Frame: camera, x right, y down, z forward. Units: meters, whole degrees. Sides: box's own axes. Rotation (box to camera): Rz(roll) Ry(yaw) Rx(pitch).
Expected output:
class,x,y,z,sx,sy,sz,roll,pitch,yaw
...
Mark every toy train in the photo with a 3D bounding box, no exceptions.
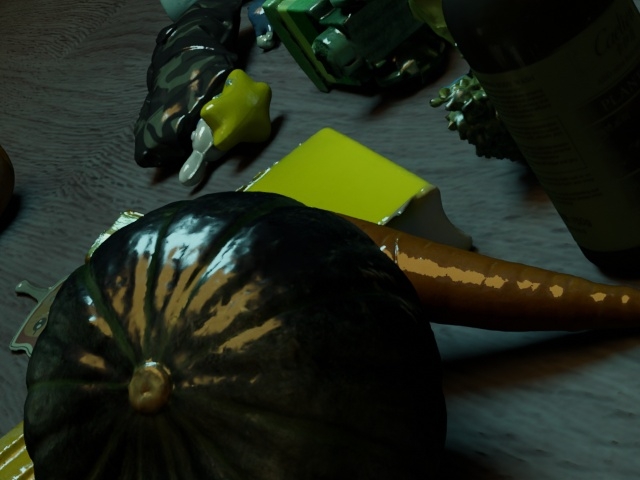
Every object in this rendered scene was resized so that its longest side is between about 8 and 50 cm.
class,x,y,z,sx,sy,sz,roll,pitch,yaw
toy train,0.096,-0.264,1.261,0.301,0.120,0.202,-42,24,-12

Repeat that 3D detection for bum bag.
class,x,y,z,sx,sy,sz,roll,pitch,yaw
bum bag,-0.146,-0.201,1.490,0.144,0.095,0.340,-43,21,23

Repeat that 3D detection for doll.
class,x,y,z,sx,sy,sz,roll,pitch,yaw
doll,-0.045,-0.265,1.523,0.083,0.050,0.076,-23,33,22
doll,-0.092,-0.120,1.334,0.113,0.071,0.135,-43,13,31

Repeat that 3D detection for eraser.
class,x,y,z,sx,sy,sz,roll,pitch,yaw
eraser,0.000,0.000,0.997,0.158,0.069,0.226,-38,26,-7

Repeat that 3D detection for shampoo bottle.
class,x,y,z,sx,sy,sz,roll,pitch,yaw
shampoo bottle,0.140,-0.112,0.762,0.101,0.284,0.101,-29,26,15

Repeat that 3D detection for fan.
class,x,y,z,sx,sy,sz,roll,pitch,yaw
fan,-0.264,0.060,1.292,0.132,0.009,0.220,-45,27,-18

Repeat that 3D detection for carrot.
class,x,y,z,sx,sy,sz,roll,pitch,yaw
carrot,0.055,0.024,0.823,0.336,0.069,0.069,11,48,26

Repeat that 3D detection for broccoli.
class,x,y,z,sx,sy,sz,roll,pitch,yaw
broccoli,0.134,-0.142,0.972,0.167,0.160,0.154,-54,1,-11

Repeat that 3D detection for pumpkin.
class,x,y,z,sx,sy,sz,roll,pitch,yaw
pumpkin,-0.043,0.098,0.742,0.250,0.216,0.250,-13,55,19

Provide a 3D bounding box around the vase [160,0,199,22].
class,x,y,z,sx,sy,sz,roll,pitch,yaw
vase,-0.105,-0.363,1.713,0.219,0.096,0.096,-20,30,25

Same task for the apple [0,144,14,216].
class,x,y,z,sx,sy,sz,roll,pitch,yaw
apple,-0.468,-0.079,1.573,0.174,0.188,0.188,-31,26,-1

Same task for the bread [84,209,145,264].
class,x,y,z,sx,sy,sz,roll,pitch,yaw
bread,-0.129,0.040,1.155,0.139,0.084,0.074,18,53,23

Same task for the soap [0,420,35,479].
class,x,y,z,sx,sy,sz,roll,pitch,yaw
soap,-0.132,0.138,0.894,0.232,0.073,0.140,-40,35,-23
